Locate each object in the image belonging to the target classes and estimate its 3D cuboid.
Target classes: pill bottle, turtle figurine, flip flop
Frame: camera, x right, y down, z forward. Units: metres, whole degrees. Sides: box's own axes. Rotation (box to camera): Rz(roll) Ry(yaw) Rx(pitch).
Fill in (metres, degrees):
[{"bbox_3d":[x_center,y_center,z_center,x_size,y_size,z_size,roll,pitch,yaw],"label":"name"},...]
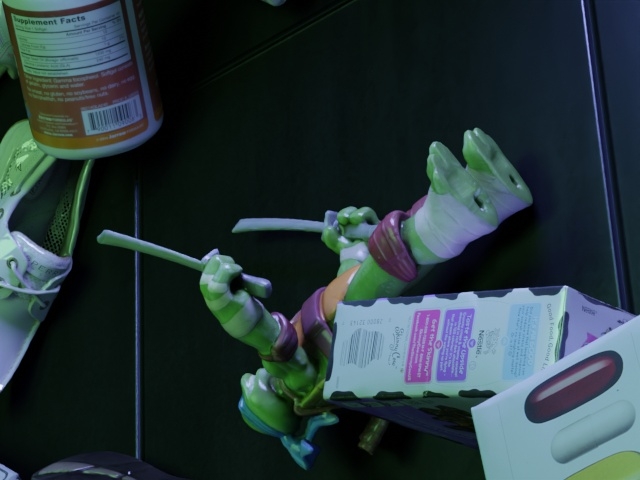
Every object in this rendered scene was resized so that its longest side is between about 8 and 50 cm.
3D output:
[{"bbox_3d":[-0.212,-0.189,1.707,0.121,0.121,0.216,28,135,49],"label":"pill bottle"},{"bbox_3d":[0.000,0.000,1.424,0.266,0.198,0.274,-39,52,24],"label":"turtle figurine"},{"bbox_3d":[-0.133,0.237,1.541,0.277,0.112,0.080,13,109,46],"label":"flip flop"}]

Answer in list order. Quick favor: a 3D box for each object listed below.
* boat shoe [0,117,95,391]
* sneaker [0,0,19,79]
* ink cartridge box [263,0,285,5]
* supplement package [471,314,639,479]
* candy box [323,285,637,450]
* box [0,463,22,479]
[{"bbox_3d":[-0.273,0.018,1.776,0.096,0.098,0.277,3,74,48],"label":"boat shoe"},{"bbox_3d":[-0.370,-0.214,1.977,0.252,0.103,0.111,3,74,48],"label":"sneaker"},{"bbox_3d":[-0.134,-0.329,1.690,0.115,0.198,0.273,-53,41,-7],"label":"ink cartridge box"},{"bbox_3d":[0.222,0.201,1.093,0.145,0.204,0.262,-34,52,33],"label":"supplement package"},{"bbox_3d":[0.129,0.087,1.270,0.196,0.165,0.070,-7,69,45],"label":"candy box"},{"bbox_3d":[-0.384,0.249,1.746,0.169,0.087,0.290,-42,35,-22],"label":"box"}]
